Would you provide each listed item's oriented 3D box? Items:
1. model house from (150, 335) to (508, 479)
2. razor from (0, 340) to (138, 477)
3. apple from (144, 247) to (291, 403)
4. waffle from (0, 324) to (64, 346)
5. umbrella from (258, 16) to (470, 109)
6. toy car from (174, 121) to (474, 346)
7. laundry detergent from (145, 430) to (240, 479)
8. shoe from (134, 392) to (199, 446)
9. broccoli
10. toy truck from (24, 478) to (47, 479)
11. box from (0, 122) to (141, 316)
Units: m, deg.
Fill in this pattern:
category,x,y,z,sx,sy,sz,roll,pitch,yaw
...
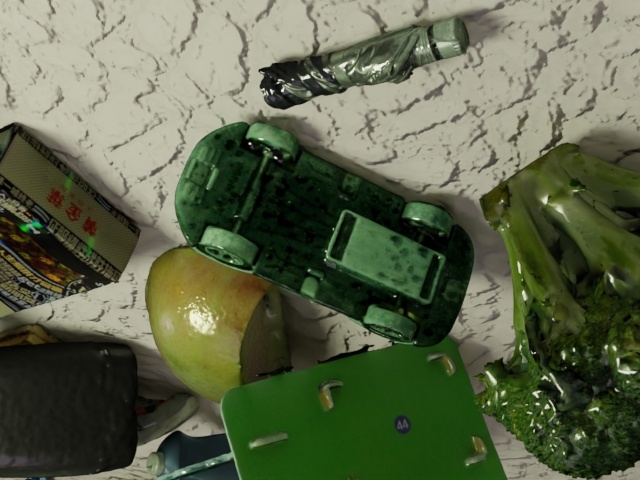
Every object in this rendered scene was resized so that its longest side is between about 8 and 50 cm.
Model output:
category,x,y,z,sx,sy,sz,roll,pitch,yaw
model house,-0.010,0.294,1.098,0.358,0.242,0.313,-12,162,-34
razor,-0.419,0.238,1.246,0.327,0.189,0.107,-1,180,-16
apple,-0.143,0.126,1.131,0.193,0.120,0.265,15,142,15
waffle,-0.442,0.175,1.355,0.148,0.042,0.102,-17,132,36
umbrella,0.034,-0.145,0.762,0.188,0.050,0.046,-9,159,28
toy car,0.000,0.000,0.902,0.306,0.136,0.125,24,164,-10
laundry detergent,-0.182,0.344,1.391,0.206,0.096,0.061,13,147,-41
shoe,-0.303,0.259,1.394,0.228,0.125,0.099,-20,173,7
broccoli,0.258,0.051,0.787,0.283,0.321,0.304,53,159,6
toy truck,-0.566,0.516,1.822,0.090,0.073,0.056,-14,136,34
box,-0.394,-0.005,1.065,0.310,0.084,0.198,-16,134,35
